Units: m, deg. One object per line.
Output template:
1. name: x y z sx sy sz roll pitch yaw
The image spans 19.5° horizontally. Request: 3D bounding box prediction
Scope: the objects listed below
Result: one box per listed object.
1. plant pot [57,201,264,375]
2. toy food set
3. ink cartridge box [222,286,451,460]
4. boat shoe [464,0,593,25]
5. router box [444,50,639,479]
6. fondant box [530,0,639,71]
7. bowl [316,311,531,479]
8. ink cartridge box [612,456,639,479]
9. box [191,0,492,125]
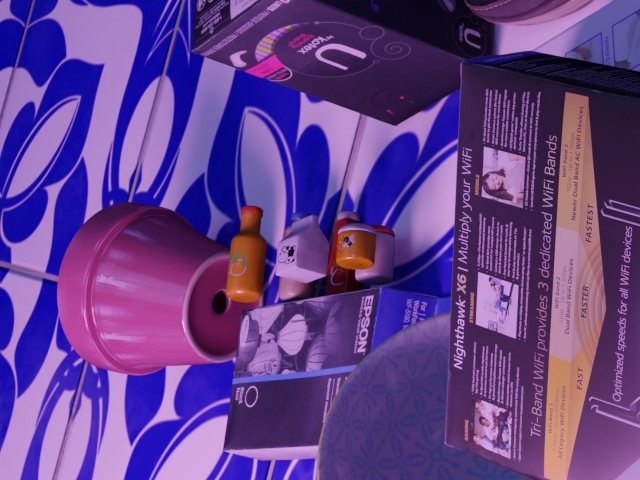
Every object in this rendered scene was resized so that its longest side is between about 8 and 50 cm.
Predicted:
1. plant pot: -0.173 0.065 2.151 0.180 0.201 0.201 10 84 42
2. toy food set: 0.000 0.000 1.974 0.232 0.111 0.104 -22 59 54
3. ink cartridge box: 0.018 0.140 1.933 0.333 0.065 0.165 -13 65 53
4. boat shoe: 0.242 -0.319 1.739 0.355 0.130 0.132 -33 50 45
5. router box: 0.206 0.034 1.341 0.243 0.081 0.308 19 114 45
6. fondant box: 0.336 -0.127 1.413 0.330 0.238 0.096 -31 52 46
7. bowl: 0.146 0.218 1.589 0.156 0.290 0.289 78 -177 -57
8. ink cartridge box: 0.271 0.232 1.035 0.309 0.130 0.271 -48 42 34
9. box: 0.024 -0.241 1.899 0.165 0.270 0.143 -28 54 48
